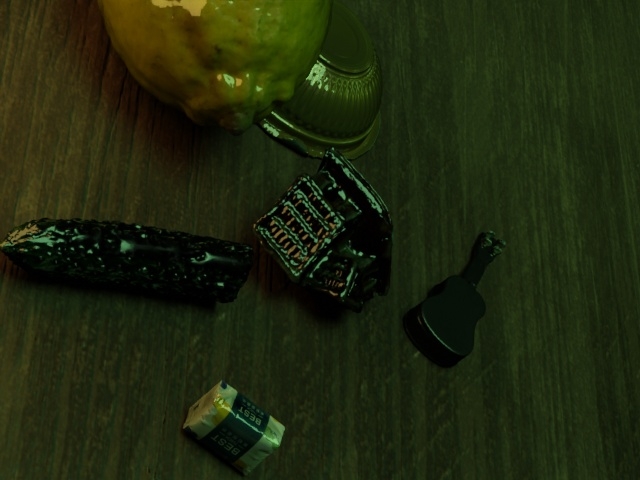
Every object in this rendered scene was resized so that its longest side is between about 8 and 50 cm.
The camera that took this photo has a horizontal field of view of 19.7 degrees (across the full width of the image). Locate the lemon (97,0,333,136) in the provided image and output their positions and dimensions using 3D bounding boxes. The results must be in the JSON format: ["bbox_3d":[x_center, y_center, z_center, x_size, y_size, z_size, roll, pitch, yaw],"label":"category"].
[{"bbox_3d":[-0.118,-0.284,2.054,0.285,0.285,0.316,35,66,-17],"label":"lemon"}]

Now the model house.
[{"bbox_3d":[0.005,0.005,2.039,0.165,0.106,0.152,48,35,7],"label":"model house"}]

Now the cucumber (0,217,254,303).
[{"bbox_3d":[-0.198,0.014,1.858,0.300,0.072,0.072,10,51,-39],"label":"cucumber"}]

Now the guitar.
[{"bbox_3d":[0.178,0.056,2.225,0.084,0.038,0.271,46,37,-6],"label":"guitar"}]

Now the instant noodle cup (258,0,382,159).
[{"bbox_3d":[-0.010,-0.232,2.251,0.274,0.091,0.274,26,42,-26],"label":"instant noodle cup"}]

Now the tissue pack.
[{"bbox_3d":[-0.086,0.186,1.824,0.083,0.062,0.042,38,34,-15],"label":"tissue pack"}]
